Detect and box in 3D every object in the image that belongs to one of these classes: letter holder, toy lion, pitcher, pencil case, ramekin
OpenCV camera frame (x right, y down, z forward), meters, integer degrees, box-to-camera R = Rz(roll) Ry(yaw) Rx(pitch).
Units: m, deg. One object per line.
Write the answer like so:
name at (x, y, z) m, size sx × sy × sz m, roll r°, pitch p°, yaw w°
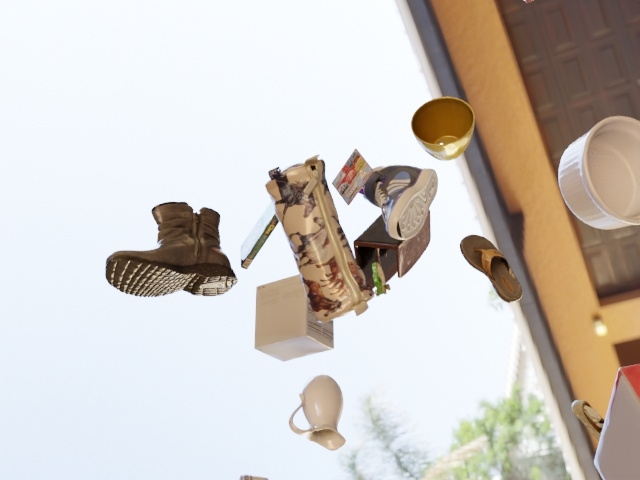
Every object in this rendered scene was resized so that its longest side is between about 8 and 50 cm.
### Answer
letter holder at (0.241, 0.045, 2.696) m, size 0.302 × 0.152 × 0.215 m, roll -42°, pitch -48°, yaw -54°
toy lion at (0.175, 0.113, 2.487) m, size 0.100 × 0.034 × 0.096 m, roll -29°, pitch -81°, yaw -73°
pitcher at (-0.014, 0.486, 2.411) m, size 0.177 × 0.125 × 0.207 m, roll 23°, pitch -142°, yaw -24°
pencil case at (0.000, 0.000, 2.062) m, size 0.411 × 0.159 × 0.183 m, roll 69°, pitch 160°, yaw 4°
ramekin at (0.736, -0.160, 2.099) m, size 0.277 × 0.135 × 0.277 m, roll 5°, pitch -105°, yaw -21°

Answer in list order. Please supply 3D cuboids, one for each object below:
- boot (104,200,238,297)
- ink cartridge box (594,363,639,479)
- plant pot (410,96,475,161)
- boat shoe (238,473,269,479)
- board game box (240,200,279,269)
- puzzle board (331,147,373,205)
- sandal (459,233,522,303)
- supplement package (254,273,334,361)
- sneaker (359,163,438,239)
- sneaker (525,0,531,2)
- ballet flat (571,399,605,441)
boot at (-0.356, 0.010, 1.895) m, size 0.338 × 0.118 × 0.223 m, roll 11°, pitch -133°, yaw -45°
ink cartridge box at (0.695, 0.323, 1.413) m, size 0.160 × 0.384 × 0.279 m, roll -108°, pitch 10°, yaw -50°
plant pot at (0.265, -0.224, 1.777) m, size 0.095 × 0.134 × 0.134 m, roll 68°, pitch -162°, yaw -54°
boat shoe at (-0.189, 0.734, 2.221) m, size 0.095 × 0.084 × 0.258 m, roll -107°, pitch 27°, yaw -57°
board game box at (-0.185, -0.039, 2.701) m, size 0.030 × 0.260 × 0.136 m, roll 28°, pitch -156°, yaw -17°
puzzle board at (0.085, -0.173, 2.274) m, size 0.011 × 0.128 × 0.096 m, roll 6°, pitch -141°, yaw -43°
sandal at (0.458, 0.069, 2.208) m, size 0.219 × 0.090 × 0.060 m, roll 56°, pitch 166°, yaw 12°
supplement package at (-0.077, 0.229, 2.482) m, size 0.149 × 0.194 × 0.203 m, roll 34°, pitch -132°, yaw -47°
sneaker at (0.184, -0.113, 2.405) m, size 0.323 × 0.236 × 0.130 m, roll -53°, pitch -42°, yaw -46°
sneaker at (0.381, -0.544, 1.547) m, size 0.093 × 0.088 × 0.225 m, roll 54°, pitch 174°, yaw 42°
ballet flat at (0.746, 0.495, 2.244) m, size 0.168 × 0.052 × 0.057 m, roll 42°, pitch -118°, yaw -4°
